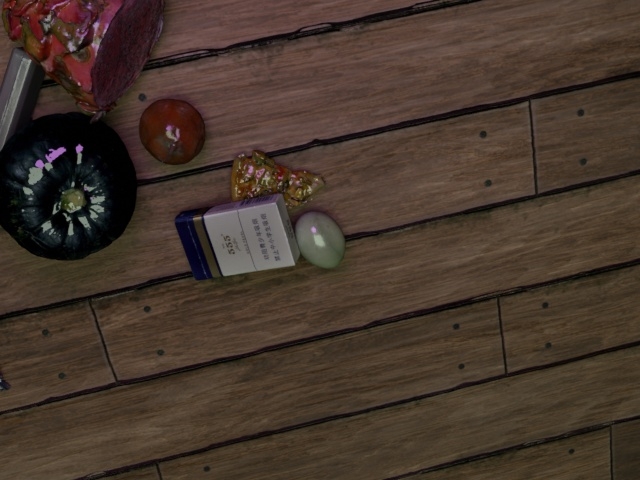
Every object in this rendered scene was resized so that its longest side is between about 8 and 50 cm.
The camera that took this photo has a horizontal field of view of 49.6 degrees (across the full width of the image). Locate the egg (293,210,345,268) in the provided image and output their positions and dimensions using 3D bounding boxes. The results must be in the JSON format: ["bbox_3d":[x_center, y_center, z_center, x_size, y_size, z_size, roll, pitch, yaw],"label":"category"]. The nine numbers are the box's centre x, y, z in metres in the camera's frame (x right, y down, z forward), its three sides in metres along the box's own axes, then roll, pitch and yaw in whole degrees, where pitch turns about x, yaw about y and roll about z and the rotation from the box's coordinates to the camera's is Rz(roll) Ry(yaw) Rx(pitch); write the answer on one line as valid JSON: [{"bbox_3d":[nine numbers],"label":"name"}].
[{"bbox_3d":[0.000,0.000,1.648,0.114,0.114,0.152,-35,111,5],"label":"egg"}]

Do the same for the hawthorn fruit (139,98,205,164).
[{"bbox_3d":[-0.308,-0.226,1.495,0.149,0.189,0.149,-22,130,-28],"label":"hawthorn fruit"}]

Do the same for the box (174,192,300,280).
[{"bbox_3d":[-0.192,-0.005,1.602,0.259,0.071,0.168,-8,113,16],"label":"box"}]

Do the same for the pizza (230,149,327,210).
[{"bbox_3d":[-0.108,-0.118,1.617,0.226,0.069,0.147,20,103,-15],"label":"pizza"}]

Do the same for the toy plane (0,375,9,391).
[{"bbox_3d":[-0.801,0.345,1.695,0.083,0.031,0.078,40,115,-17],"label":"toy plane"}]

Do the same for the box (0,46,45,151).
[{"bbox_3d":[-0.642,-0.284,1.456,0.055,0.103,0.244,23,105,-10],"label":"box"}]

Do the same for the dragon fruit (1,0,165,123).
[{"bbox_3d":[-0.476,-0.440,1.349,0.263,0.296,0.314,26,67,1],"label":"dragon fruit"}]

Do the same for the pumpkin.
[{"bbox_3d":[-0.538,-0.115,1.465,0.315,0.238,0.315,-16,119,-30],"label":"pumpkin"}]
